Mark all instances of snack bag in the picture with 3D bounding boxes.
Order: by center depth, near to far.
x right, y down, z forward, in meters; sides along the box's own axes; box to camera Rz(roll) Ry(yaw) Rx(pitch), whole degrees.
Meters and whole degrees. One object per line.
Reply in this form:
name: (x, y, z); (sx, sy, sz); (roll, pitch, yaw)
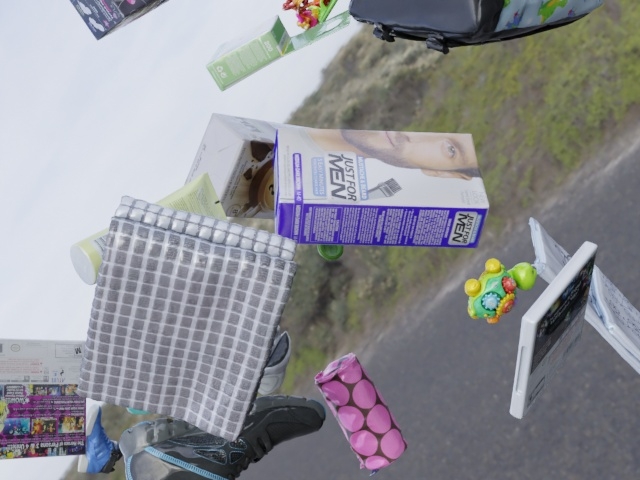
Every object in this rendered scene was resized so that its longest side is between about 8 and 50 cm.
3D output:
snack bag: (0.511, 0.106, 1.730); (0.037, 0.342, 0.323); (-44, 6, 20)

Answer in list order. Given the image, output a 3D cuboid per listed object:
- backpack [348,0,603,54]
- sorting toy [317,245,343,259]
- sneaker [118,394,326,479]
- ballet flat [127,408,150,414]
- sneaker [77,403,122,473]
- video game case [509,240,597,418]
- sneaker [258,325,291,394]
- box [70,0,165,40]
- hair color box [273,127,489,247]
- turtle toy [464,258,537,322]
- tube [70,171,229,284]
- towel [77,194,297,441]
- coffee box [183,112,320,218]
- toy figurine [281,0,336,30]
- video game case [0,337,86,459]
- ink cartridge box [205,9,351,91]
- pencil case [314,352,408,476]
backpack: (0.263, -0.403, 1.357); (0.290, 0.355, 0.273); (26, 113, 52)
sorting toy: (0.000, 0.000, 1.790); (0.061, 0.102, 0.042); (-40, -9, -29)
sneaker: (-0.150, 0.347, 1.539); (0.340, 0.140, 0.125); (-13, -23, -8)
ballet flat: (-0.294, 0.275, 1.793); (0.247, 0.087, 0.083); (-16, 60, 26)
sneaker: (-0.433, 0.400, 1.880); (0.058, 0.084, 0.152); (-126, 47, -70)
video game case: (0.309, 0.117, 1.243); (0.190, 0.022, 0.173); (-40, -39, -39)
sneaker: (-0.182, 0.157, 1.477); (0.110, 0.292, 0.118); (-53, -22, -33)
box: (-0.349, -0.517, 1.770); (0.247, 0.163, 0.142); (-42, 15, -31)
hair color box: (0.093, -0.089, 1.562); (0.110, 0.338, 0.185); (99, 170, -46)
turtle toy: (0.285, 0.078, 1.485); (0.130, 0.066, 0.095); (-42, -34, -15)
tube: (-0.234, -0.012, 1.320); (0.240, 0.062, 0.070); (-30, -38, -35)
towel: (-0.170, 0.107, 1.166); (0.121, 0.235, 0.284); (-92, 16, -60)
coffee box: (-0.099, -0.140, 1.866); (0.297, 0.119, 0.168); (1, -59, -45)
toy figurine: (-0.043, -0.486, 1.797); (0.173, 0.159, 0.130); (-54, 7, 37)
video game case: (-0.523, 0.278, 1.653); (0.042, 0.232, 0.210); (-14, 74, 45)
ink cartridge box: (-0.066, -0.337, 1.545); (0.235, 0.056, 0.171); (-27, 19, 13)
pencil case: (0.068, 0.307, 1.669); (0.098, 0.209, 0.095); (-24, 9, 30)
